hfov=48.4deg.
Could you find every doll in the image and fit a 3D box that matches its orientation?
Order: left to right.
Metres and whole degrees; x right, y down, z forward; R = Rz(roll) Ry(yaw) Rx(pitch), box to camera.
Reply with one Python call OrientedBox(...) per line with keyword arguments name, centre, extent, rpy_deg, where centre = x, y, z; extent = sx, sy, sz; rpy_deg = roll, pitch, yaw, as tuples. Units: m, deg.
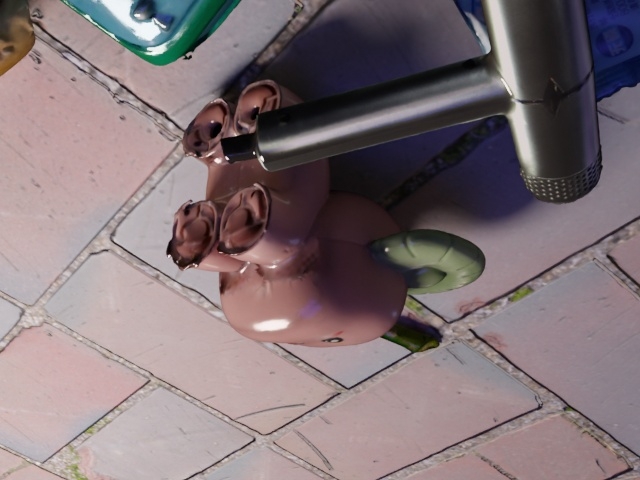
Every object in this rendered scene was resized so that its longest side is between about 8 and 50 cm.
OrientedBox(name="doll", centre=(0.000, 0.000, 0.704), extent=(0.284, 0.217, 0.268), rpy_deg=(-9, 158, 40))

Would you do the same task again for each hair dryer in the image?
OrientedBox(name="hair dryer", centre=(0.054, -0.122, 0.459), extent=(0.283, 0.156, 0.320), rpy_deg=(-17, 136, 1))

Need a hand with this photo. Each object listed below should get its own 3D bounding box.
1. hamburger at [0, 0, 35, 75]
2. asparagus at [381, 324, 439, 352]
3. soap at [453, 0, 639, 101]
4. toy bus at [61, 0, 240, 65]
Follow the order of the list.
OrientedBox(name="hamburger", centre=(-0.381, -0.168, 0.609), extent=(0.282, 0.245, 0.155), rpy_deg=(29, 163, 51))
OrientedBox(name="asparagus", centre=(0.038, 0.100, 0.872), extent=(0.235, 0.027, 0.034), rpy_deg=(16, 123, -5))
OrientedBox(name="soap", centre=(0.156, -0.227, 0.510), extent=(0.156, 0.077, 0.293), rpy_deg=(-21, 125, 28))
OrientedBox(name="toy bus", centre=(-0.166, -0.276, 0.442), extent=(0.343, 0.199, 0.183), rpy_deg=(34, 130, -18))
